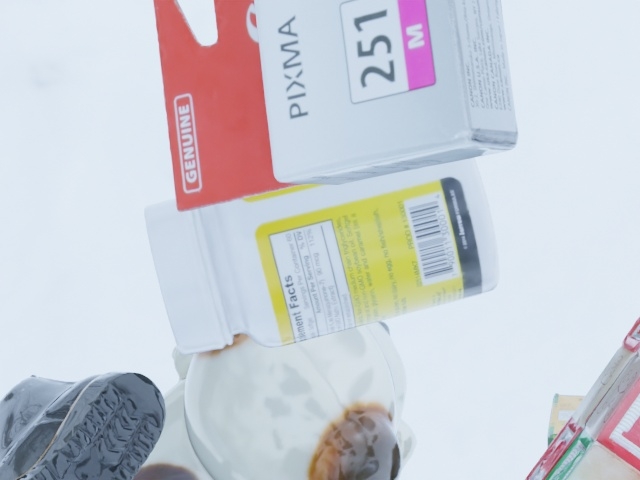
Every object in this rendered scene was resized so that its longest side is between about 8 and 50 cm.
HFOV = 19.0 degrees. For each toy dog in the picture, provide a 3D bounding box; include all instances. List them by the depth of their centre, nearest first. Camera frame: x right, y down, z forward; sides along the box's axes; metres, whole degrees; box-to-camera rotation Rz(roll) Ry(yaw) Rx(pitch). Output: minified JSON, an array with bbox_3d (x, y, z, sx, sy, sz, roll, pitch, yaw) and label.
[{"bbox_3d":[-0.088,0.195,1.716,0.408,0.395,0.284,-48,66,35],"label":"toy dog"}]

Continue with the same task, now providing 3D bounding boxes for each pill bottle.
[{"bbox_3d":[0.000,0.000,1.212,0.208,0.119,0.119,-14,79,-2],"label":"pill bottle"}]

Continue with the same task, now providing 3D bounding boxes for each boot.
[{"bbox_3d":[-0.198,0.163,1.207,0.137,0.198,0.077,-1,127,51],"label":"boot"}]

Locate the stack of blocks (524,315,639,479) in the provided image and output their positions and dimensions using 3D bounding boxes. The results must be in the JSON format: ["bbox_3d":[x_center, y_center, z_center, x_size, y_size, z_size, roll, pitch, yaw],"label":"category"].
[{"bbox_3d":[0.265,0.137,0.881,0.297,0.087,0.171,36,92,-1],"label":"stack of blocks"}]

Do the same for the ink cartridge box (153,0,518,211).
[{"bbox_3d":[-0.021,-0.166,1.043,0.239,0.060,0.275,-11,84,35],"label":"ink cartridge box"}]

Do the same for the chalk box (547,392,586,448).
[{"bbox_3d":[0.281,0.267,1.819,0.132,0.132,0.213,1,104,9],"label":"chalk box"}]
